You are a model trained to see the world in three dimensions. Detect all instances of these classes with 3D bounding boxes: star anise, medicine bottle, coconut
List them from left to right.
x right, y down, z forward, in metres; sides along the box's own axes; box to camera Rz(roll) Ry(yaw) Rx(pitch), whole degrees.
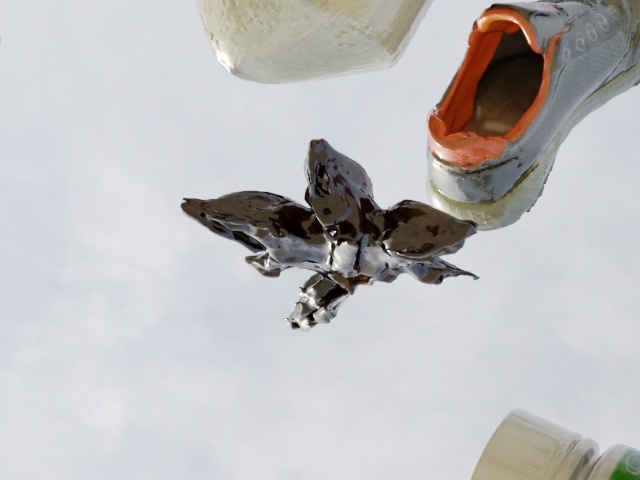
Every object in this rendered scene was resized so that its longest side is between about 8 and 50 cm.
[{"bbox_3d":[-0.006,-0.259,1.059,0.237,0.237,0.266,35,-80,31],"label":"coconut"},{"bbox_3d":[0.001,-0.004,0.706,0.212,0.157,0.053,-16,-134,47],"label":"star anise"},{"bbox_3d":[0.247,0.239,0.989,0.237,0.139,0.139,24,-95,23],"label":"medicine bottle"}]

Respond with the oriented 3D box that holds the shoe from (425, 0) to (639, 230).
[{"bbox_3d":[0.200,-0.177,1.079,0.132,0.171,0.336,33,-103,32],"label":"shoe"}]
